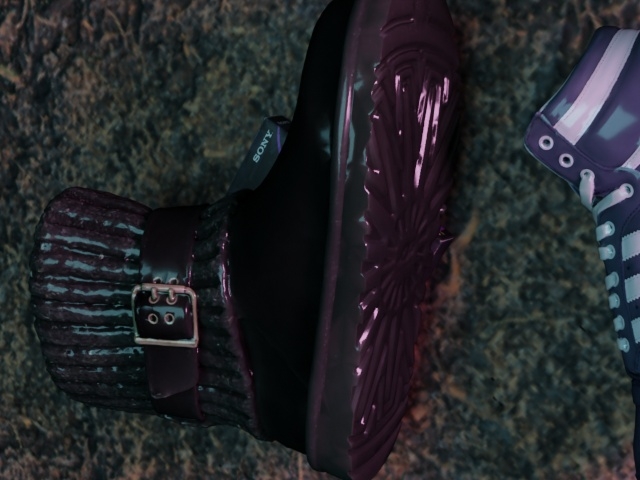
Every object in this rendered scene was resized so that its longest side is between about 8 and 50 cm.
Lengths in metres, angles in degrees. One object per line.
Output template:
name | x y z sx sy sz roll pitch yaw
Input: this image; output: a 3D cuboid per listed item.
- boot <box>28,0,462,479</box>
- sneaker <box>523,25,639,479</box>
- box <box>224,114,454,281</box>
boot | -0.061 -0.019 0.728 0.260 0.131 0.348 16 106 24
sneaker | 0.189 0.008 0.655 0.153 0.099 0.282 14 97 19
box | 0.000 0.000 0.791 0.162 0.029 0.116 36 112 19
